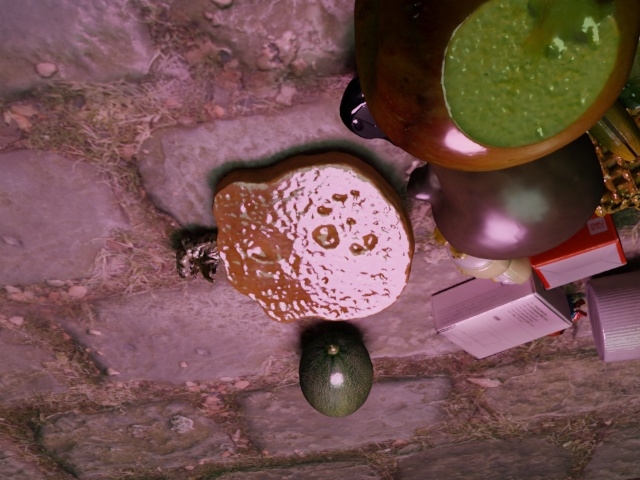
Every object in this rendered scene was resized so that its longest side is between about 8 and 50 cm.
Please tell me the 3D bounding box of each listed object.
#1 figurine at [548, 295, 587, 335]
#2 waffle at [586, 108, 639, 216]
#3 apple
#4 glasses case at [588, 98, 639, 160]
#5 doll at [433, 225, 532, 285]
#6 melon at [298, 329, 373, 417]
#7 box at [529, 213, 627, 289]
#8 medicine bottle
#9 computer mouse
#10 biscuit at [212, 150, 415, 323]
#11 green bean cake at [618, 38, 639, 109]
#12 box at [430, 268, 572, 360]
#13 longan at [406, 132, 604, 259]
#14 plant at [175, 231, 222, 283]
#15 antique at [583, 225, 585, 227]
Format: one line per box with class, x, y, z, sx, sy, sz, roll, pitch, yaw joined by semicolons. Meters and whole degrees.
figurine;0.555;0.182;2.128;0.075;0.068;0.140;14;145;-16
waffle;0.505;-0.151;1.549;0.254;0.052;0.245;-1;122;-23
apple;0.222;-0.269;1.131;0.374;0.374;0.384;-1;153;-7
glasses case;0.412;-0.204;1.368;0.064;0.079;0.234;-42;122;17
doll;0.336;0.033;1.815;0.117;0.141;0.296;-54;137;1
melon;0.036;0.313;2.153;0.182;0.182;0.287;-4;148;-2
box;0.511;0.012;1.838;0.182;0.099;0.133;-20;147;19
medicine bottle;0.787;0.143;1.963;0.384;0.224;0.224;-10;147;9
computer mouse;0.123;-0.218;1.428;0.137;0.096;0.233;-27;153;33
biscuit;-0.009;0.002;1.704;0.365;0.062;0.385;-10;128;9
green bean cake;0.506;-0.301;1.338;0.200;0.113;0.214;-22;146;28
box;0.405;0.161;2.041;0.252;0.106;0.203;-25;141;29
longan;0.286;-0.097;1.422;0.300;0.243;0.300;6;140;5
plant;-0.226;0.048;1.772;0.104;0.122;0.116;0;141;-29
antique;0.380;-0.079;1.657;0.143;0.121;0.257;-30;138;33
